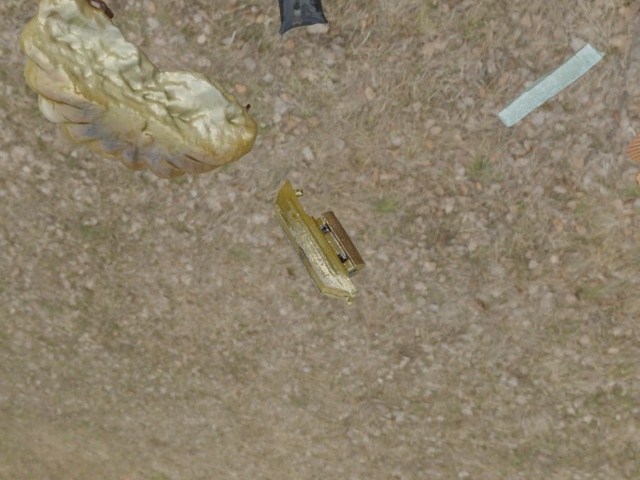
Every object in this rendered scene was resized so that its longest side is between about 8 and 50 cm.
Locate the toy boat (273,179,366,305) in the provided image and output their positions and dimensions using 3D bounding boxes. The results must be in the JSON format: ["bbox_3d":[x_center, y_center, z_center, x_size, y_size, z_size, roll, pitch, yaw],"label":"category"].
[{"bbox_3d":[0.000,0.000,1.009,0.226,0.088,0.068,59,165,16],"label":"toy boat"}]

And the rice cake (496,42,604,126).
[{"bbox_3d":[0.329,-0.224,0.904,0.033,0.029,0.171,46,134,-8],"label":"rice cake"}]

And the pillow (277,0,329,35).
[{"bbox_3d":[-0.043,-0.454,1.123,0.090,0.048,0.150,-5,103,31],"label":"pillow"}]

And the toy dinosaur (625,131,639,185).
[{"bbox_3d":[0.626,-0.190,1.164,0.142,0.057,0.212,-32,120,33],"label":"toy dinosaur"}]

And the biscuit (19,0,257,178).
[{"bbox_3d":[-0.143,-0.096,0.480,0.183,0.061,0.118,26,135,-30],"label":"biscuit"}]
